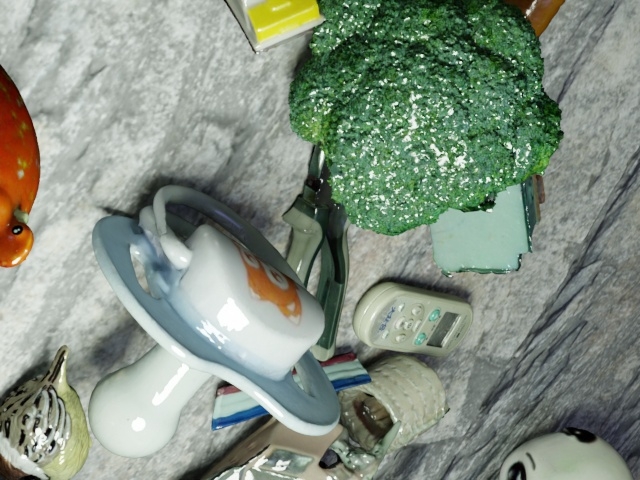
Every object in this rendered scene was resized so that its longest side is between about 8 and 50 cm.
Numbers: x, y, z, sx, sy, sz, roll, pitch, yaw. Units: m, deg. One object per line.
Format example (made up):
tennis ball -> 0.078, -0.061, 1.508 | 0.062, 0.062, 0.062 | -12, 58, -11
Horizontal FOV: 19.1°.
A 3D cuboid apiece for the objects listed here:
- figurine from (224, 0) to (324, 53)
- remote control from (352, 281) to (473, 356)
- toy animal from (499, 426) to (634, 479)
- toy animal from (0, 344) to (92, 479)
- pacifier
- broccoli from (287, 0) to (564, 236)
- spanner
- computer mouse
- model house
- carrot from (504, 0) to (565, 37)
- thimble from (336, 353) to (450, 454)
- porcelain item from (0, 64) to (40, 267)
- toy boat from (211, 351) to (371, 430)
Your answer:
figurine -> -0.049, -0.309, 1.538 | 0.308, 0.143, 0.308 | -1, 90, -77
remote control -> 0.108, 0.092, 2.232 | 0.221, 0.042, 0.078 | 12, 110, -57
toy animal -> 0.336, 0.389, 2.665 | 0.212, 0.212, 0.266 | -42, 151, -18
toy animal -> -0.266, 0.166, 1.776 | 0.098, 0.098, 0.137 | -25, 123, -38
pacifier -> -0.127, 0.102, 1.767 | 0.299, 0.244, 0.233 | 36, 102, -31
broccoli -> 0.092, -0.150, 1.842 | 0.254, 0.269, 0.269 | -15, 144, 4
spanner -> 0.000, 0.000, 1.997 | 0.096, 0.040, 0.324 | -22, 132, -40
computer mouse -> -0.071, 0.314, 2.098 | 0.389, 0.115, 0.199 | -41, 102, -9
model house -> 0.198, -0.052, 2.168 | 0.148, 0.119, 0.148 | -47, 133, -59
carrot -> 0.200, -0.209, 2.042 | 0.069, 0.069, 0.336 | 1, 122, -53
thimble -> 0.084, 0.190, 2.228 | 0.090, 0.115, 0.102 | -28, 119, -34
porcelain item -> -0.305, -0.033, 1.394 | 0.253, 0.253, 0.253 | -33, 143, -30
toy boat -> -0.038, 0.164, 2.095 | 0.229, 0.080, 0.045 | -11, 95, -44
